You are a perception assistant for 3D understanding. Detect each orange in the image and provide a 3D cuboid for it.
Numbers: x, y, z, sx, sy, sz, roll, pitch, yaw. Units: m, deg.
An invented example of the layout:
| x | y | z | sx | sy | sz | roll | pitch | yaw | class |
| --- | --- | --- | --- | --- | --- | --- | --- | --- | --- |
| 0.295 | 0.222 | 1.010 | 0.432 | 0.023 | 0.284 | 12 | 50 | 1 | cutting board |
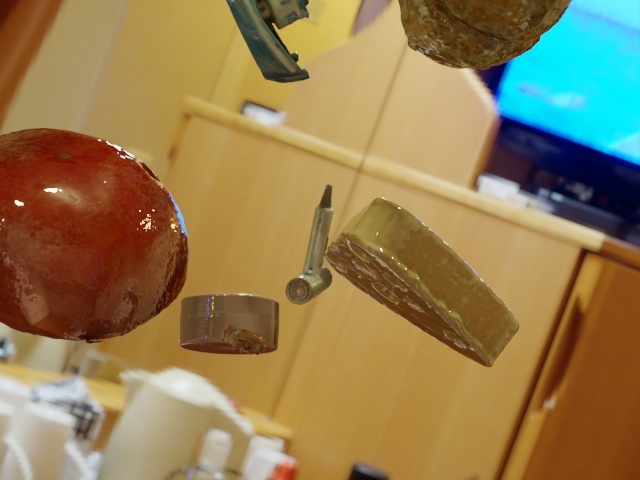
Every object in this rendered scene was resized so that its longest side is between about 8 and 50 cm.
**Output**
| x | y | z | sx | sy | sz | roll | pitch | yaw | class |
| --- | --- | --- | --- | --- | --- | --- | --- | --- | --- |
| 0.281 | -0.422 | 2.106 | 0.271 | 0.368 | 0.210 | 10 | 15 | -32 | orange |

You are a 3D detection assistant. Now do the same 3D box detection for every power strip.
| x | y | z | sx | sy | sz | roll | pitch | yaw | class |
| --- | --- | --- | --- | --- | --- | --- | --- | --- | --- |
| -0.137 | 0.126 | 2.123 | 0.154 | 0.078 | 0.154 | 1 | -11 | 0 | power strip |

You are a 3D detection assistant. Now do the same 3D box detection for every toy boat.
| x | y | z | sx | sy | sz | roll | pitch | yaw | class |
| --- | --- | --- | --- | --- | --- | --- | --- | --- | --- |
| -0.066 | -0.312 | 1.918 | 0.215 | 0.102 | 0.088 | 66 | 8 | 11 | toy boat |

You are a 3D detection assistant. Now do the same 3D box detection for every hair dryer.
| x | y | z | sx | sy | sz | roll | pitch | yaw | class |
| --- | --- | --- | --- | --- | --- | --- | --- | --- | --- |
| 0.002 | -0.003 | 2.064 | 0.044 | 0.183 | 0.155 | 16 | 7 | 8 | hair dryer |

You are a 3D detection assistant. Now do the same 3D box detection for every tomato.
| x | y | z | sx | sy | sz | roll | pitch | yaw | class |
| --- | --- | --- | --- | --- | --- | --- | --- | --- | --- |
| -0.300 | -0.036 | 1.615 | 0.338 | 0.143 | 0.338 | 17 | 26 | -9 | tomato |

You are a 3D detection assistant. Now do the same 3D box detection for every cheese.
| x | y | z | sx | sy | sz | roll | pitch | yaw | class |
| --- | --- | --- | --- | --- | --- | --- | --- | --- | --- |
| 0.144 | 0.041 | 2.413 | 0.384 | 0.104 | 0.384 | 36 | -10 | 7 | cheese |

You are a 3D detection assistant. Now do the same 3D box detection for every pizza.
| x | y | z | sx | sy | sz | roll | pitch | yaw | class |
| --- | --- | --- | --- | --- | --- | --- | --- | --- | --- |
| -0.082 | 0.117 | 1.601 | 0.037 | 0.016 | 0.083 | -8 | -21 | 15 | pizza |
